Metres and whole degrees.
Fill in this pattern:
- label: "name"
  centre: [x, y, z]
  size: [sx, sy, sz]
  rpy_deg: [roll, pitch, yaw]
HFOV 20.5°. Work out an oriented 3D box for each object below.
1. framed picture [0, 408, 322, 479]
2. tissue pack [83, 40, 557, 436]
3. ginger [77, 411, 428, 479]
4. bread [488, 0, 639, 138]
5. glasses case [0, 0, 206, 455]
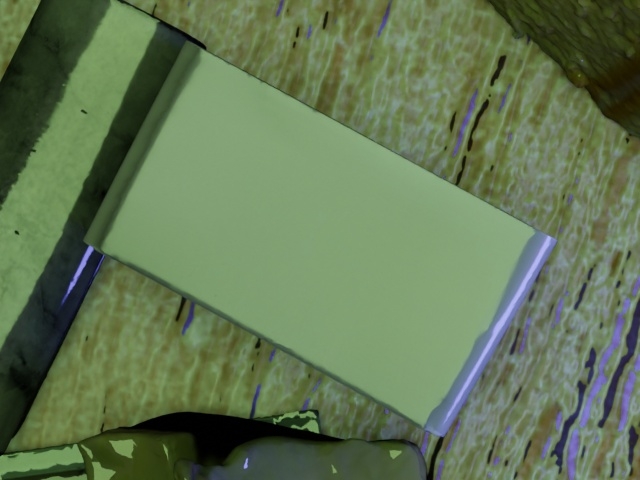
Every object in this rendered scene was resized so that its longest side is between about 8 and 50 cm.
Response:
- label: "framed picture"
  centre: [-0.094, 0.269, 1.145]
  size: [0.231, 0.018, 0.293]
  rpy_deg: [-8, 84, 2]
- label: "tissue pack"
  centre: [0.000, 0.000, 1.090]
  size: [0.246, 0.159, 0.136]
  rpy_deg: [29, 91, 2]
- label: "ginger"
  centre: [-0.014, 0.265, 1.031]
  size: [0.413, 0.211, 0.358]
  rpy_deg: [32, 85, 6]
- label: "bread"
  centre: [0.249, -0.156, 1.046]
  size: [0.263, 0.236, 0.198]
  rpy_deg: [42, 90, 3]
- label: "glasses case"
  centre: [-0.188, -0.019, 1.145]
  size: [0.114, 0.060, 0.299]
  rpy_deg: [27, 89, 0]
